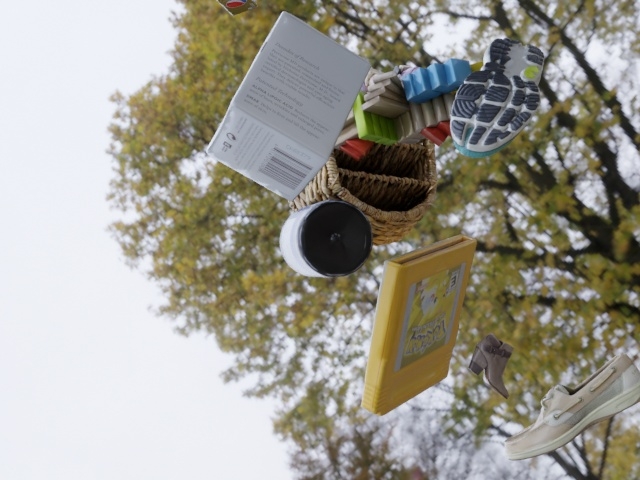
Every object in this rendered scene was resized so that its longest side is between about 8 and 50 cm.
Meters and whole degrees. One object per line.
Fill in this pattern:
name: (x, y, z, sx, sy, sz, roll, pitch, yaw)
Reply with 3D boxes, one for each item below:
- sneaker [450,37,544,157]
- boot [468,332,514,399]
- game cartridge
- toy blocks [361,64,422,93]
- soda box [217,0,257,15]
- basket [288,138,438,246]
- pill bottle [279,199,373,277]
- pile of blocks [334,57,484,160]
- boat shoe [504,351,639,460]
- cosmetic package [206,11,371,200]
sneaker: (0.252, -0.182, 1.101, 0.275, 0.107, 0.110, -52, -25, -46)
boot: (0.345, 0.240, 1.536, 0.118, 0.042, 0.087, 41, -96, -15)
game cartridge: (0.198, 0.166, 1.571, 0.285, 0.052, 0.324, -16, -61, -49)
toy blocks: (0.139, -0.255, 1.855, 0.308, 0.260, 0.289, -1, -62, -34)
soda box: (-0.191, -0.525, 1.628, 0.061, 0.058, 0.181, -17, -7, 12)
basket: (0.099, -0.133, 1.541, 0.299, 0.214, 0.223, 6, -46, -41)
pill bottle: (0.000, 0.000, 1.314, 0.122, 0.123, 0.219, -32, 5, -12)
pile of blocks: (0.165, -0.214, 1.341, 0.361, 0.113, 0.149, -16, -16, 17)
boat shoe: (0.473, 0.320, 1.522, 0.302, 0.098, 0.109, -35, -8, 18)
cosmetic package: (-0.046, -0.189, 1.140, 0.151, 0.151, 0.184, -44, 20, 59)
